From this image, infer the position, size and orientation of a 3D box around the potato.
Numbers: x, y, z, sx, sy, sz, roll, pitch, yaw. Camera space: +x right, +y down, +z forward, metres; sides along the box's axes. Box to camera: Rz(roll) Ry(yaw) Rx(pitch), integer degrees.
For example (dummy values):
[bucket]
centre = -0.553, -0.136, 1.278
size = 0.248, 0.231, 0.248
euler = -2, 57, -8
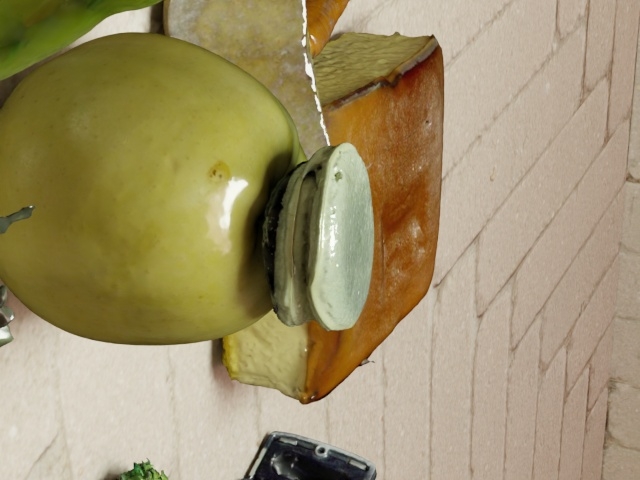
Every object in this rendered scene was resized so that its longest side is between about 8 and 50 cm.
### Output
[potato]
centre = -0.071, -0.176, 1.387
size = 0.098, 0.138, 0.243
euler = -123, -157, -77

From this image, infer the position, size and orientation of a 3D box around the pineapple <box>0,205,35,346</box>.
[pineapple]
centre = -0.267, -0.018, 0.769
size = 0.169, 0.340, 0.169
euler = -43, 142, -47

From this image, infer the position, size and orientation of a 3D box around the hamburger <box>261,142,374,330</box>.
[hamburger]
centre = 0.000, 0.000, 1.137
size = 0.133, 0.062, 0.140
euler = -67, 153, -49

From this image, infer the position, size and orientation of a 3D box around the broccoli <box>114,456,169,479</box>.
[broccoli]
centre = -0.131, 0.318, 1.432
size = 0.194, 0.194, 0.220
euler = 2, 95, -66

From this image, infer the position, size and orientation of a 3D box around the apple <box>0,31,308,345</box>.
[apple]
centre = -0.132, -0.038, 1.196
size = 0.262, 0.262, 0.262
euler = -43, 140, -52

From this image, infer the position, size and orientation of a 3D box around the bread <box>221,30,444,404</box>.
[bread]
centre = 0.019, -0.032, 1.639
size = 0.323, 0.143, 0.333
euler = -41, 138, -54

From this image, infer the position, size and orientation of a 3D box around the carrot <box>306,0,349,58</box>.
[carrot]
centre = 0.010, -0.252, 1.630
size = 0.216, 0.048, 0.048
euler = -57, 150, -49

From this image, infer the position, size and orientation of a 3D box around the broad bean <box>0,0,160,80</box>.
[broad bean]
centre = -0.198, -0.199, 1.013
size = 0.291, 0.119, 0.238
euler = -21, 157, -46

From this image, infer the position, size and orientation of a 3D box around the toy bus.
[toy bus]
centre = -0.048, 0.388, 1.715
size = 0.179, 0.143, 0.305
euler = 77, 34, -50
